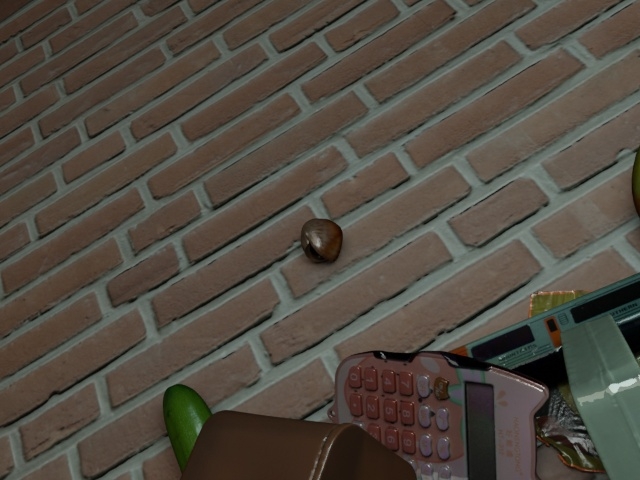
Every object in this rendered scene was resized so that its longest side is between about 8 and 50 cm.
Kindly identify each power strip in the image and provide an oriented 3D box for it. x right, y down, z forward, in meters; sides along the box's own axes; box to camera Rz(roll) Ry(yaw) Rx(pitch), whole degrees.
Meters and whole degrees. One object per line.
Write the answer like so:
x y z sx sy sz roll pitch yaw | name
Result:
0.362 0.248 0.942 0.141 0.229 0.261 -26 96 17 | power strip

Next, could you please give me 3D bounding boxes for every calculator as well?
0.155 0.256 1.081 0.329 0.048 0.220 2 102 30 | calculator

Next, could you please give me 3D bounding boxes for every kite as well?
0.434 0.183 1.094 0.327 0.013 0.377 -38 50 -4 | kite

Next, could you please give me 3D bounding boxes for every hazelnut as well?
0.000 0.000 1.376 0.086 0.086 0.086 -12 54 17 | hazelnut

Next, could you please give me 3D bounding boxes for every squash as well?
-0.181 0.348 1.221 0.082 0.082 0.292 -31 52 3 | squash

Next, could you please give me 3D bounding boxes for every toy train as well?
0.331 0.143 1.103 0.409 0.086 0.089 -25 47 15 | toy train

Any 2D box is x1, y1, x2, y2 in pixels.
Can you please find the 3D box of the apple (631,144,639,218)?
0.569 -0.077 1.090 0.260 0.194 0.261 -12 53 16 | apple

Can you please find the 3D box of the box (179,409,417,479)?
-0.059 0.410 1.011 0.229 0.239 0.339 1 60 36 | box
